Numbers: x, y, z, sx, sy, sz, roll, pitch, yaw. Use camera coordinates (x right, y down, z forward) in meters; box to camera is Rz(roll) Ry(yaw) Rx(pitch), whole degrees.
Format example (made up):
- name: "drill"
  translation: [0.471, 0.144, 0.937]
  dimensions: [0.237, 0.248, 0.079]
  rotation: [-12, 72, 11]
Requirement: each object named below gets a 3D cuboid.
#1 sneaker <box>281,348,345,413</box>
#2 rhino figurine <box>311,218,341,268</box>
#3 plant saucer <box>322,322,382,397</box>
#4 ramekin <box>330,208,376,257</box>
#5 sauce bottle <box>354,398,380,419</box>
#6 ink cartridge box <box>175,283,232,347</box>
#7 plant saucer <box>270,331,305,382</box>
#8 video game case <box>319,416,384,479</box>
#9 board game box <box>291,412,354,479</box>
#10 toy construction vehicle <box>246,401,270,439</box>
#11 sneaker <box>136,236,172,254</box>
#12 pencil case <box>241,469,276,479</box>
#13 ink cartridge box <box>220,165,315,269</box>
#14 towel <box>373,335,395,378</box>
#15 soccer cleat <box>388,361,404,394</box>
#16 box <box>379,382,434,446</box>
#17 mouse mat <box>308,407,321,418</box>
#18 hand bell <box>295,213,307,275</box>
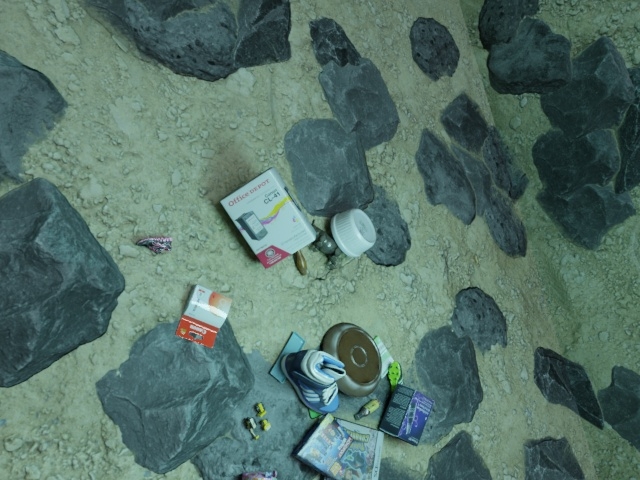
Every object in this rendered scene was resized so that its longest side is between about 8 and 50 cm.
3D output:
- name: "sneaker"
  translation: [0.021, 0.523, 1.812]
  dimensions: [0.322, 0.236, 0.130]
  rotation: [52, 51, -19]
- name: "rhino figurine"
  translation: [0.000, 0.000, 2.071]
  dimensions: [0.243, 0.073, 0.106]
  rotation: [47, 34, -18]
- name: "plant saucer"
  translation: [0.145, 0.476, 2.025]
  dimensions: [0.311, 0.050, 0.310]
  rotation: [23, 50, -30]
- name: "ramekin"
  translation: [0.149, -0.040, 2.142]
  dimensions: [0.207, 0.109, 0.207]
  rotation: [37, 38, -37]
- name: "sauce bottle"
  translation: [0.193, 0.695, 2.043]
  dimensions: [0.128, 0.042, 0.042]
  rotation: [-21, 91, -43]
- name: "ink cartridge box"
  translation: [-0.394, 0.257, 1.694]
  dimensions: [0.145, 0.045, 0.179]
  rotation: [29, 58, -29]
- name: "plant saucer"
  translation: [-0.124, 0.439, 1.878]
  dimensions: [0.067, 0.018, 0.192]
  rotation: [46, 54, -20]
- name: "video game case"
  translation: [0.130, 0.849, 1.951]
  dimensions: [0.275, 0.035, 0.248]
  rotation: [28, 61, -30]
- name: "board game box"
  translation: [0.026, 0.780, 1.837]
  dimensions: [0.194, 0.060, 0.194]
  rotation: [48, 56, -3]
- name: "toy construction vehicle"
  translation: [-0.221, 0.629, 1.736]
  dimensions: [0.086, 0.035, 0.098]
  rotation: [-32, 101, -51]
- name: "sneaker"
  translation: [-0.545, 0.018, 1.646]
  dimensions: [0.119, 0.047, 0.057]
  rotation: [-2, 90, -38]
- name: "pencil case"
  translation: [-0.205, 0.897, 1.608]
  dimensions: [0.124, 0.124, 0.283]
  rotation: [18, 64, -35]
- name: "ink cartridge box"
  translation: [-0.188, -0.084, 1.835]
  dimensions: [0.306, 0.226, 0.131]
  rotation: [57, 8, -12]
- name: "towel"
  translation: [0.258, 0.506, 2.166]
  dimensions: [0.113, 0.023, 0.152]
  rotation: [-39, 102, -40]
- name: "soccer cleat"
  translation: [0.335, 0.608, 2.170]
  dimensions: [0.072, 0.060, 0.178]
  rotation: [-14, 102, -56]
- name: "box"
  translation: [0.363, 0.730, 2.089]
  dimensions: [0.153, 0.108, 0.207]
  rotation: [37, 70, -35]
- name: "mouse mat"
  translation: [-0.002, 0.581, 1.943]
  dimensions: [0.153, 0.007, 0.189]
  rotation: [-8, 81, -40]
- name: "hand bell"
  translation: [-0.093, 0.025, 1.990]
  dimensions: [0.126, 0.126, 0.241]
  rotation: [-25, 106, -41]
